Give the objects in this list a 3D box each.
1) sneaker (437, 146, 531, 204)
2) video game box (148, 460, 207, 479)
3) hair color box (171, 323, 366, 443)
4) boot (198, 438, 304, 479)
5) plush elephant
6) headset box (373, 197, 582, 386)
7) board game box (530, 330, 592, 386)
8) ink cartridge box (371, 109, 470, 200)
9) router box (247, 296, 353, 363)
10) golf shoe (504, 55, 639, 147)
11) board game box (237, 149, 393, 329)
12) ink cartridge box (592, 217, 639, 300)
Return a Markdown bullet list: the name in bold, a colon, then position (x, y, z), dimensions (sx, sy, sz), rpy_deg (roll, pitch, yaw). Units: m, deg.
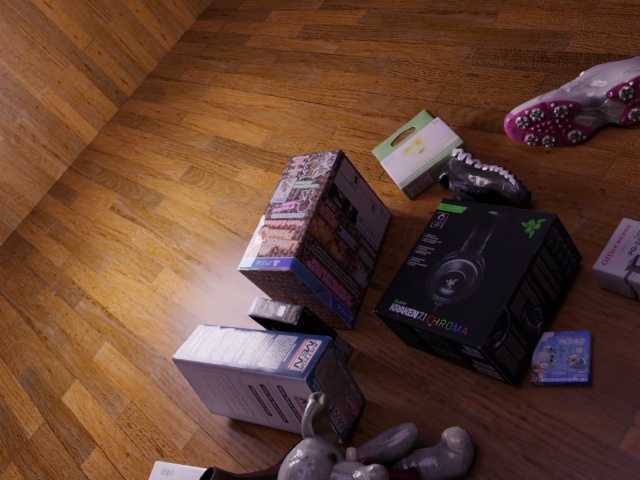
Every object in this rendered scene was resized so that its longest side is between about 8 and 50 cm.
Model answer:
- **sneaker**: position (0.320, -0.105, 1.334), dimensions (0.106, 0.078, 0.234), rpy_deg (-49, 39, 1)
- **video game box**: position (-0.272, 0.533, 1.275), dimensions (0.205, 0.048, 0.187), rpy_deg (-6, 50, 36)
- **hair color box**: position (-0.104, 0.264, 1.264), dimensions (0.347, 0.174, 0.105), rpy_deg (0, 40, 39)
- **boot**: position (-0.110, 0.419, 1.118), dimensions (0.090, 0.207, 0.248), rpy_deg (17, 67, 45)
- **plush elephant**: position (0.052, 0.376, 0.988), dimensions (0.330, 0.255, 0.272), rpy_deg (-11, 50, 32)
- **headset box**: position (0.277, 0.070, 1.156), dimensions (0.246, 0.131, 0.283), rpy_deg (15, 65, 50)
- **board game box**: position (0.386, 0.189, 1.063), dimensions (0.090, 0.020, 0.090), rpy_deg (-9, 49, 34)
- **ink cartridge box**: position (0.216, -0.216, 1.528), dimensions (0.171, 0.056, 0.235), rpy_deg (-37, 43, 7)
- **router box**: position (-0.038, 0.177, 1.292), dimensions (0.133, 0.179, 0.046), rpy_deg (5, 61, 41)
- **golf shoe**: position (0.517, -0.274, 1.307), dimensions (0.306, 0.115, 0.140), rpy_deg (-12, 38, 23)
- **board game box**: position (0.000, 0.000, 1.375), dimensions (0.141, 0.232, 0.291), rpy_deg (-1, 55, 39)
- **ink cartridge box**: position (0.527, 0.039, 1.046), dimensions (0.150, 0.063, 0.109), rpy_deg (24, 72, 47)
